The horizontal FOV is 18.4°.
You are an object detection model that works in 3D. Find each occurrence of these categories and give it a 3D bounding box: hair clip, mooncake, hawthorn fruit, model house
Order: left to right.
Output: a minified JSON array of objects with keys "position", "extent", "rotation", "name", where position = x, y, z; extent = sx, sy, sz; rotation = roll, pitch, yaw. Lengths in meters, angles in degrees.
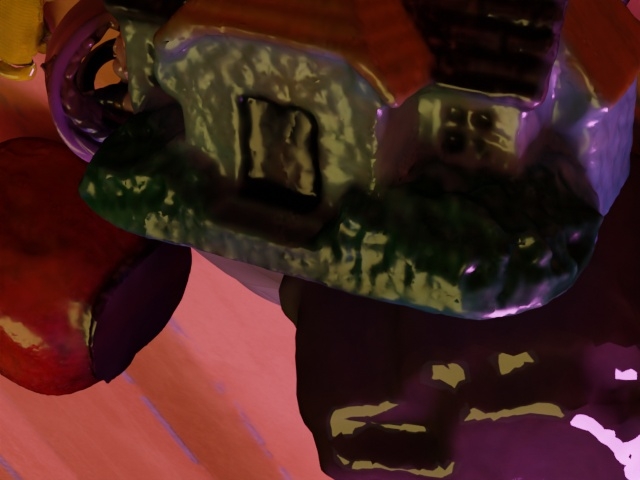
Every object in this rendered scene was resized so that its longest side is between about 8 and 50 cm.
[{"position":[-0.204,-0.167,1.334],"extent":[0.072,0.046,0.173],"rotation":[22,155,4],"name":"hair clip"},{"position":[-0.227,0.004,1.527],"extent":[0.251,0.189,0.189],"rotation":[39,152,-7],"name":"hawthorn fruit"},{"position":[0.028,-0.138,1.028],"extent":[0.280,0.230,0.249],"rotation":[14,127,20],"name":"model house"},{"position":[0.168,0.108,1.256],"extent":[0.350,0.212,0.381],"rotation":[-19,138,24],"name":"mooncake"}]

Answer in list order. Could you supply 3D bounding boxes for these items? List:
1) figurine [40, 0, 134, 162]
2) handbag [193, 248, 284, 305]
[{"position":[-0.101,-0.120,1.255],"extent":[0.157,0.114,0.126],"rotation":[-37,76,50],"name":"figurine"},{"position":[0.000,0.000,1.431],"extent":[0.241,0.109,0.315],"rotation":[17,164,35],"name":"handbag"}]
